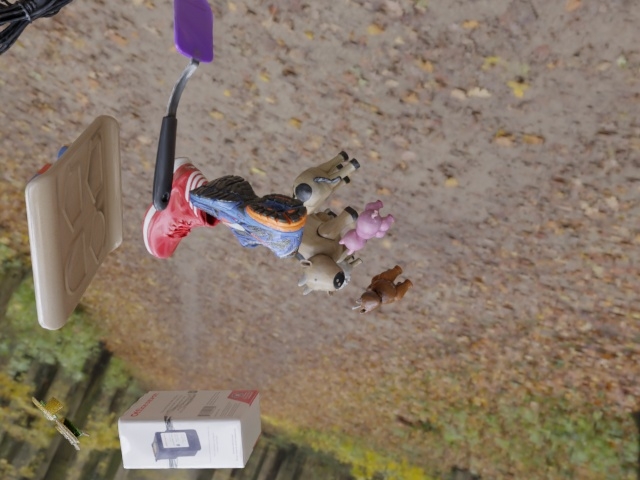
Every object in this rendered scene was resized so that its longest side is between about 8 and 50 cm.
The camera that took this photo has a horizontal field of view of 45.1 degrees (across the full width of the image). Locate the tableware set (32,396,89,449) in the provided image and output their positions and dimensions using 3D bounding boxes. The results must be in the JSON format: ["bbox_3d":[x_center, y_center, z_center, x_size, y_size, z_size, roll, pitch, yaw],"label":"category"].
[{"bbox_3d":[-0.384,0.261,1.136,0.104,0.024,0.154,44,155,3],"label":"tableware set"}]

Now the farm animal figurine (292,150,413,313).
[{"bbox_3d":[0.000,0.000,1.404,0.327,0.172,0.330,27,148,60],"label":"farm animal figurine"}]

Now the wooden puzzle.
[{"bbox_3d":[-0.492,-0.047,1.520,0.080,0.348,0.322,8,119,5],"label":"wooden puzzle"}]

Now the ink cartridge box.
[{"bbox_3d":[-0.249,0.364,1.504,0.237,0.100,0.172,-2,-173,7],"label":"ink cartridge box"}]

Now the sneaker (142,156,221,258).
[{"bbox_3d":[-0.256,-0.032,1.430,0.128,0.087,0.221,42,130,30],"label":"sneaker"}]

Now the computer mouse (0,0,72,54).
[{"bbox_3d":[-0.436,-0.388,0.969,0.072,0.188,0.272,11,141,53],"label":"computer mouse"}]

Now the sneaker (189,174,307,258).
[{"bbox_3d":[-0.113,-0.032,1.132,0.221,0.083,0.087,24,128,37],"label":"sneaker"}]

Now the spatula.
[{"bbox_3d":[-0.187,-0.184,1.018,0.030,0.296,0.084,15,-174,28],"label":"spatula"}]
